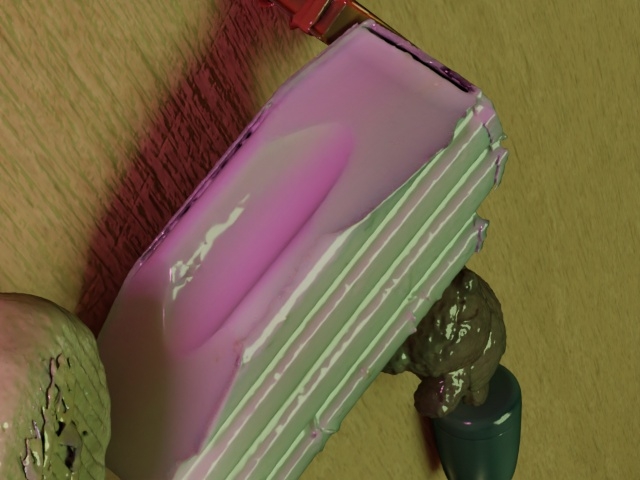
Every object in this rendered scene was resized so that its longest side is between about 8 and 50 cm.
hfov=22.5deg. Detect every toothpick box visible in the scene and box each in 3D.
[{"bbox_3d":[0.210,0.255,2.148,0.120,0.120,0.184,-53,150,-34],"label":"toothpick box"}]

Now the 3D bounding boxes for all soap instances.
[{"bbox_3d":[-0.023,0.039,1.414,0.446,0.156,0.261,-51,153,-6],"label":"soap"}]

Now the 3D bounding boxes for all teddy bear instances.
[{"bbox_3d":[0.131,0.089,1.861,0.267,0.151,0.236,44,37,-74],"label":"teddy bear"}]

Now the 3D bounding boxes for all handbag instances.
[{"bbox_3d":[0.007,-0.211,1.479,0.063,0.127,0.190,-52,155,8],"label":"handbag"}]

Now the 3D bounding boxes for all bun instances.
[{"bbox_3d":[-0.252,0.160,1.177,0.273,0.168,0.273,8,90,-76],"label":"bun"}]
